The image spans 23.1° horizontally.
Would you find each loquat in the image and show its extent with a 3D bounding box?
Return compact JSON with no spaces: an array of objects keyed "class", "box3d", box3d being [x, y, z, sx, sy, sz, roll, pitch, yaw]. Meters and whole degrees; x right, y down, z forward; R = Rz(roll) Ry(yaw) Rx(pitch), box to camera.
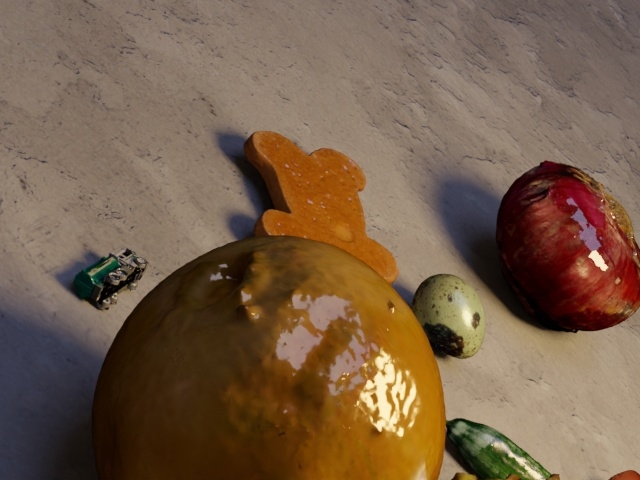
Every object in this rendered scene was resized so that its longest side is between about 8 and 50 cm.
[{"class":"loquat","box3d":[-0.042,0.158,1.373,0.328,0.328,0.328,29,33,-22]}]

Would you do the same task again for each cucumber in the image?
[{"class":"cucumber","box3d":[0.229,0.273,1.802,0.250,0.056,0.056,40,31,-7]}]

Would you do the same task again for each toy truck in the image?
[{"class":"toy truck","box3d":[-0.214,0.036,1.599,0.044,0.039,0.083,34,31,11]}]

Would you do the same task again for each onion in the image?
[{"class":"onion","box3d":[0.334,0.014,2.114,0.246,0.190,0.246,48,27,-35]}]

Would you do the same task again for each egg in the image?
[{"class":"egg","box3d":[0.158,0.093,1.912,0.085,0.085,0.110,-7,72,-52]}]

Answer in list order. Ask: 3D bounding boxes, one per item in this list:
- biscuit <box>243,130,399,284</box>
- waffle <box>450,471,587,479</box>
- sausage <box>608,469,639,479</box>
[{"class":"biscuit","box3d":[-0.001,0.002,1.876,0.205,0.049,0.324,15,40,-36]},{"class":"waffle","box3d":[0.161,0.290,1.490,0.329,0.329,0.062,-17,106,-56]},{"class":"sausage","box3d":[0.386,0.327,1.914,0.054,0.059,0.094,-37,79,-15]}]
